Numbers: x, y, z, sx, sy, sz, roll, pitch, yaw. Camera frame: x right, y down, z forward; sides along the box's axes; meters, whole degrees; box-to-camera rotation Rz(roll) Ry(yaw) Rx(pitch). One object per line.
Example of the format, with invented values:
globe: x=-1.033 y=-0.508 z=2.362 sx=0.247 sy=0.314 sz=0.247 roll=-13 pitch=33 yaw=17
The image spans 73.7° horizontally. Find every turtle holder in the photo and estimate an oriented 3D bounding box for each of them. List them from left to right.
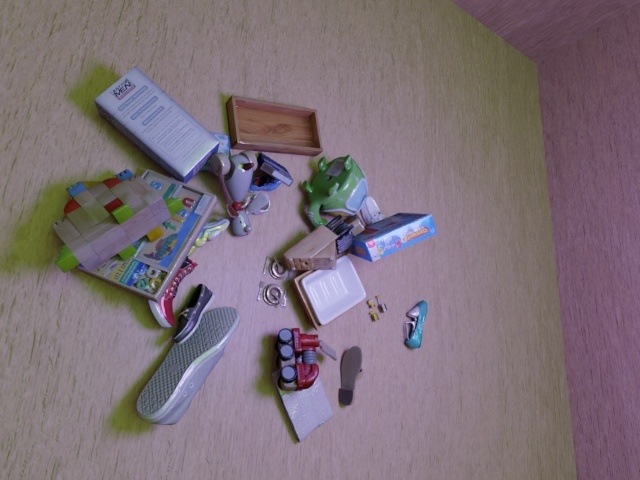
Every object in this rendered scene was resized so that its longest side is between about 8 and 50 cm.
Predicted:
turtle holder: x=0.078 y=-0.194 z=1.835 sx=0.227 sy=0.243 sz=0.320 roll=43 pitch=47 yaw=-38

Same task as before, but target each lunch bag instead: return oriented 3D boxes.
lunch bag: x=-0.414 y=-0.337 z=1.624 sx=0.129 sy=0.096 sz=0.151 roll=2 pitch=86 yaw=-33

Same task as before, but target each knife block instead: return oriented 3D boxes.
knife block: x=0.000 y=0.000 z=1.731 sx=0.275 sy=0.088 sz=0.242 roll=-2 pitch=51 yaw=7

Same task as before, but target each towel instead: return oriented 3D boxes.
towel: x=-0.065 y=0.597 z=1.642 sx=0.187 sy=0.049 sz=0.282 roll=-24 pitch=92 yaw=-35

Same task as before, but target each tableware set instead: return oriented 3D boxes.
tableware set: x=-0.170 y=0.161 z=1.691 sx=0.128 sy=0.039 sz=0.194 roll=21 pitch=67 yaw=-28

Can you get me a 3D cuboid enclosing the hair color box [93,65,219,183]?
hair color box: x=-0.555 y=-0.390 z=1.473 sx=0.374 sy=0.113 sz=0.185 roll=42 pitch=71 yaw=-8

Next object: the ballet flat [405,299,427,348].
ballet flat: x=0.450 y=0.386 z=2.031 sx=0.087 sy=0.083 sz=0.247 roll=22 pitch=63 yaw=-12

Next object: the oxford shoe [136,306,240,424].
oxford shoe: x=-0.417 y=0.405 z=1.412 sx=0.449 sy=0.169 sz=0.130 roll=-57 pitch=144 yaw=-38

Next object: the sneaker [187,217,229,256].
sneaker: x=-0.444 y=-0.040 z=1.528 sx=0.240 sy=0.091 sz=0.126 roll=-41 pitch=101 yaw=-34

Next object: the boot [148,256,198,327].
boot: x=-0.480 y=0.154 z=1.417 sx=0.176 sy=0.088 sz=0.244 roll=-17 pitch=86 yaw=-10

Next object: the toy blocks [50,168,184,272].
toy blocks: x=-0.663 y=-0.092 z=1.311 sx=0.261 sy=0.191 sz=0.381 roll=39 pitch=64 yaw=24

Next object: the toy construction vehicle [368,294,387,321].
toy construction vehicle: x=0.254 y=0.309 z=1.948 sx=0.086 sy=0.035 sz=0.098 roll=-22 pitch=88 yaw=-25

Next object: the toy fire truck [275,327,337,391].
toy fire truck: x=-0.041 y=0.446 z=1.599 sx=0.246 sy=0.158 sz=0.217 roll=0 pitch=54 yaw=-12

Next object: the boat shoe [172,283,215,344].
boat shoe: x=-0.440 y=0.245 z=1.442 sx=0.069 sy=0.081 sz=0.228 roll=53 pitch=37 yaw=-26

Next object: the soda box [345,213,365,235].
soda box: x=0.152 y=-0.073 z=1.891 sx=0.061 sy=0.181 sz=0.058 roll=-34 pitch=100 yaw=8

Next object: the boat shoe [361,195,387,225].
boat shoe: x=0.278 y=-0.090 z=2.026 sx=0.098 sy=0.096 sz=0.277 roll=-23 pitch=91 yaw=-36

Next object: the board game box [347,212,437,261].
board game box: x=0.285 y=-0.024 z=1.821 sx=0.302 sy=0.308 sz=0.086 roll=-23 pitch=100 yaw=-10

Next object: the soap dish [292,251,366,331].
soap dish: x=0.033 y=0.207 z=1.769 sx=0.291 sy=0.118 sz=0.229 roll=-27 pitch=93 yaw=-36

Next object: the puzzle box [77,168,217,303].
puzzle box: x=-0.553 y=-0.028 z=1.402 sx=0.272 sy=0.052 sz=0.409 roll=21 pitch=63 yaw=3

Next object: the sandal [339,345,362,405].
sandal: x=0.135 y=0.564 z=1.786 sx=0.079 sy=0.088 sz=0.240 roll=35 pitch=63 yaw=-58

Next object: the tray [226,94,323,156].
tray: x=-0.189 y=-0.480 z=1.829 sx=0.411 sy=0.076 sz=0.203 roll=-2 pitch=78 yaw=-35

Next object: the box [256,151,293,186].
box: x=-0.187 y=-0.290 z=1.725 sx=0.136 sy=0.225 sz=0.036 roll=30 pitch=104 yaw=-22

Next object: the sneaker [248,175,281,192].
sneaker: x=-0.220 y=-0.234 z=1.741 sx=0.162 sy=0.073 sz=0.063 roll=-20 pitch=89 yaw=-37

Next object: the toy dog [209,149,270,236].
toy dog: x=-0.276 y=-0.178 z=1.563 sx=0.220 sy=0.161 sz=0.334 roll=-42 pitch=127 yaw=-27
